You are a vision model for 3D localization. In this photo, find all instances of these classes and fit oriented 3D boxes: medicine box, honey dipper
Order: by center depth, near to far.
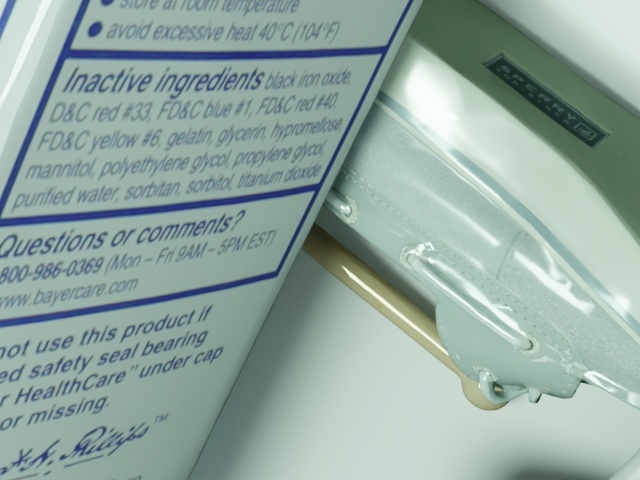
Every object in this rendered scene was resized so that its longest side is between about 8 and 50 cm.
[{"bbox_3d":[-0.144,-0.045,0.537,0.263,0.149,0.289,40,117,27],"label":"medicine box"},{"bbox_3d":[0.000,0.000,0.590,0.161,0.030,0.030,38,116,7],"label":"honey dipper"}]

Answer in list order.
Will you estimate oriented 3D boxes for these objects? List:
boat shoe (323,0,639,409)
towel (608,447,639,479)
[{"bbox_3d":[0.065,0.003,0.540,0.227,0.079,0.081,42,122,15],"label":"boat shoe"},{"bbox_3d":[0.137,0.196,0.500,0.317,0.053,0.332,32,118,-19],"label":"towel"}]
